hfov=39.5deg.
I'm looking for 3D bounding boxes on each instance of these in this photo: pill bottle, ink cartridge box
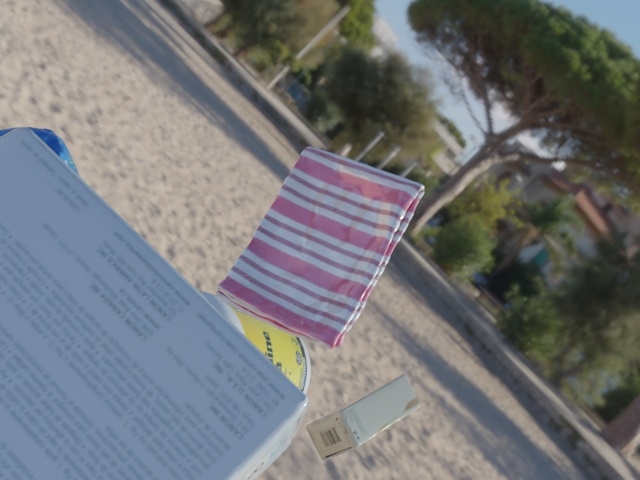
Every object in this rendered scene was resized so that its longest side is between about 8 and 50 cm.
[{"bbox_3d":[-0.158,0.173,1.264,0.188,0.188,0.334,47,8,25],"label":"pill bottle"},{"bbox_3d":[-0.247,0.134,0.578,0.308,0.385,0.091,42,-29,14],"label":"ink cartridge box"}]

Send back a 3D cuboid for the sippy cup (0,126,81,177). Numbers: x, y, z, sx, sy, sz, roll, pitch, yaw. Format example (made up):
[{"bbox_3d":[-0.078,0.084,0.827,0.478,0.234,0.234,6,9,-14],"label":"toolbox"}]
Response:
[{"bbox_3d":[-0.433,-0.036,1.303,0.306,0.240,0.224,14,-50,23],"label":"sippy cup"}]

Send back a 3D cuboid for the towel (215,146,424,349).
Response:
[{"bbox_3d":[0.000,0.000,0.888,0.144,0.197,0.029,21,-20,26],"label":"towel"}]

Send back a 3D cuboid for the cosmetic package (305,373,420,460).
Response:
[{"bbox_3d":[0.046,0.185,0.938,0.115,0.060,0.041,-19,79,-46],"label":"cosmetic package"}]
